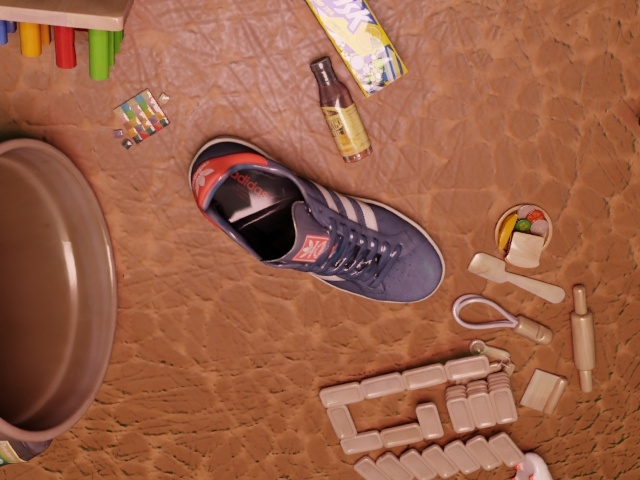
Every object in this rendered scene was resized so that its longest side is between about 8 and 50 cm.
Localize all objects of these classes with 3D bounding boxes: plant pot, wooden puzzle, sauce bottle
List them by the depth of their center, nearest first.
[{"bbox_3d":[-0.425,0.064,0.929,0.280,0.323,0.323,-6,111,14],"label":"plant pot"},{"bbox_3d":[-0.215,-0.149,1.006,0.083,0.006,0.049,-30,109,6],"label":"wooden puzzle"},{"bbox_3d":[0.022,-0.157,1.006,0.042,0.042,0.128,-24,108,4],"label":"sauce bottle"}]

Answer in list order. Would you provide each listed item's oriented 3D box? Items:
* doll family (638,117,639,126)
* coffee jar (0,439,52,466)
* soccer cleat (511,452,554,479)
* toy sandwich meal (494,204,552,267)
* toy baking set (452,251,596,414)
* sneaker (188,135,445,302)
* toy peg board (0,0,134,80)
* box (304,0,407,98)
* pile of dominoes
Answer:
[{"bbox_3d":[0.466,-0.130,1.040,0.111,0.076,0.193,-33,104,11],"label":"doll family"},{"bbox_3d":[-0.449,0.263,1.095,0.184,0.079,0.096,-23,107,4],"label":"coffee jar"},{"bbox_3d":[0.330,0.385,1.219,0.076,0.068,0.196,-19,112,-14],"label":"soccer cleat"},{"bbox_3d":[0.265,-0.005,1.086,0.085,0.029,0.086,-2,108,-5],"label":"toy sandwich meal"},{"bbox_3d":[0.279,0.133,1.137,0.196,0.030,0.256,-7,110,-2],"label":"toy baking set"},{"bbox_3d":[0.000,0.000,1.003,0.350,0.148,0.131,24,106,-13],"label":"sneaker"},{"bbox_3d":[-0.282,-0.237,0.895,0.160,0.161,0.079,4,124,-6],"label":"toy peg board"},{"bbox_3d":[0.031,-0.253,0.964,0.059,0.054,0.169,-32,110,7],"label":"box"},{"bbox_3d":[0.146,0.250,1.168,0.251,0.040,0.196,-14,116,12],"label":"pile of dominoes"}]
